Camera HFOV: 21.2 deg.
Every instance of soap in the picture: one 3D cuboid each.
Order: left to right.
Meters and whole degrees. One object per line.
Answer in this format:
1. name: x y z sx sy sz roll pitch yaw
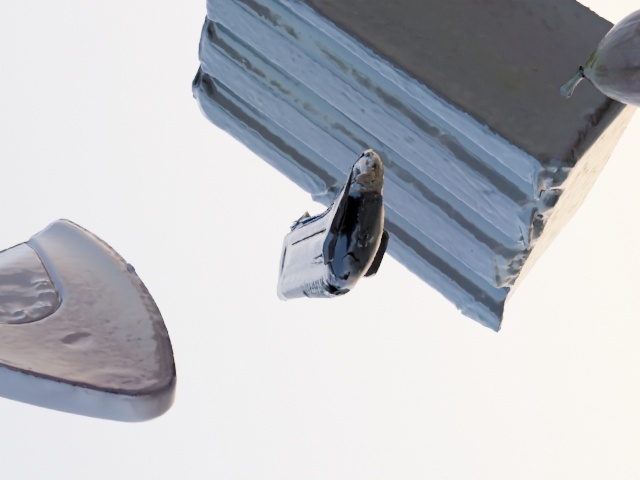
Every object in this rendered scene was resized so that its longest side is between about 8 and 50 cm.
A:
1. soap: 0.090 -0.162 1.755 0.213 0.435 0.350 -48 -15 -24

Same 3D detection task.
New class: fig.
1. fig: 0.247 -0.142 1.381 0.089 0.125 0.089 -11 -90 -67

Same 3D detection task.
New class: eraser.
1. eraser: -0.196 0.074 1.239 0.204 0.243 0.059 -24 -49 -39

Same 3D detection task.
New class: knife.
1. knife: 0.006 0.002 1.174 0.365 0.043 0.089 147 143 -81
